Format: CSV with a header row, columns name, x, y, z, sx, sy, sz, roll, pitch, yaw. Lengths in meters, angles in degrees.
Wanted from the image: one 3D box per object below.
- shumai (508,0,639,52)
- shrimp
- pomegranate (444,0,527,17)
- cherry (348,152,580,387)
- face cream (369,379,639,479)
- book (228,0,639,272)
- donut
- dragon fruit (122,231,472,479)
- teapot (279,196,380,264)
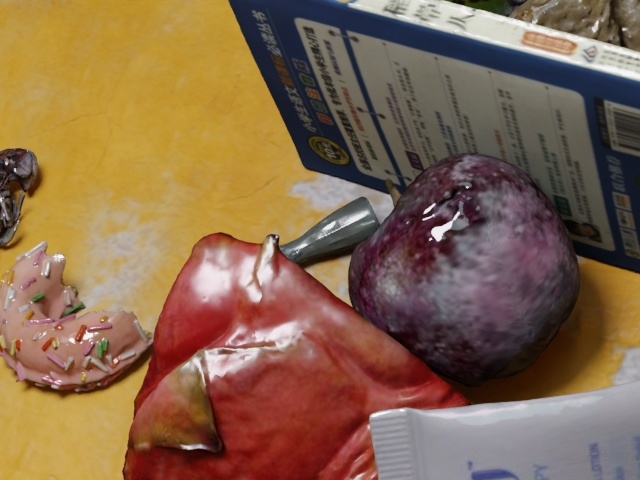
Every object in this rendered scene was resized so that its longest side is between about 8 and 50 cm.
name,x,y,z,sx,sy,sz,roll,pitch,yaw
shumai,0.218,-0.153,1.611,0.166,0.206,0.175,-18,26,-18
shrimp,-0.320,-0.025,1.707,0.065,0.057,0.165,3,55,8
pomegranate,0.156,-0.302,1.705,0.254,0.270,0.254,-25,53,40
cherry,0.126,0.025,1.475,0.195,0.195,0.195,-7,51,8
face cream,0.259,0.200,1.298,0.420,0.235,0.137,-10,15,0
book,0.133,-0.099,1.501,0.428,0.300,0.039,19,65,25
donut,-0.243,0.079,1.600,0.166,0.065,0.117,25,61,31
dragon fruit,-0.004,0.192,1.337,0.329,0.286,0.228,27,58,19
teapot,0.000,0.000,1.620,0.110,0.043,0.043,-25,50,-4
